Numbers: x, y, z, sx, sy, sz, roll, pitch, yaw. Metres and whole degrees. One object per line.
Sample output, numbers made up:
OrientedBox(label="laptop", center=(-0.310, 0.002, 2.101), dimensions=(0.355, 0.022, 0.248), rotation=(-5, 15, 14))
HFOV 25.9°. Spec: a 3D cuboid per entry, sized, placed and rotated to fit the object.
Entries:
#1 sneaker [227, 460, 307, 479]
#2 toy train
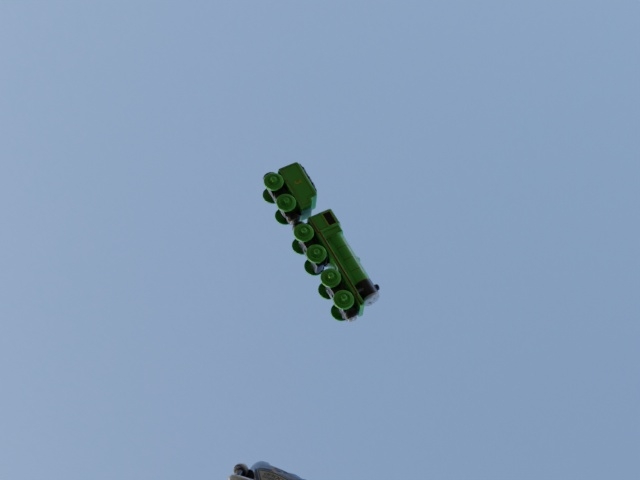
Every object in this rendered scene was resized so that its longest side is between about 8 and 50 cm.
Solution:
OrientedBox(label="sneaker", center=(-0.032, 0.108, 0.517), dimensions=(0.052, 0.135, 0.058), rotation=(33, -87, 13))
OrientedBox(label="toy train", center=(0.000, 0.000, 0.621), dimensions=(0.023, 0.017, 0.083), rotation=(-23, -115, -17))
